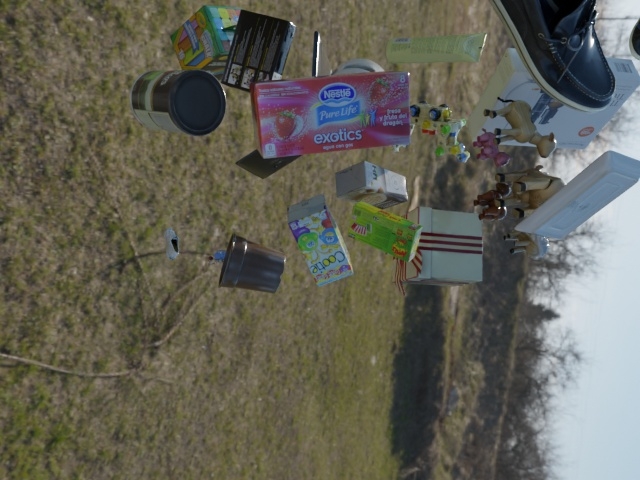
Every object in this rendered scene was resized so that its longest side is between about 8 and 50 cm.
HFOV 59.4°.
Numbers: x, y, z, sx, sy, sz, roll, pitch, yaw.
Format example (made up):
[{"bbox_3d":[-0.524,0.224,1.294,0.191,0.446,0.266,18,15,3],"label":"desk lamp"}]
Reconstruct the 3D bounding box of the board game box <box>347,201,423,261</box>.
[{"bbox_3d":[0.164,-0.024,1.446,0.043,0.181,0.092,-32,139,-51],"label":"board game box"}]

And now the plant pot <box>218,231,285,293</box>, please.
[{"bbox_3d":[-0.197,0.076,1.643,0.167,0.165,0.167,-165,-90,-77],"label":"plant pot"}]

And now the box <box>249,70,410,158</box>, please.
[{"bbox_3d":[0.016,-0.258,1.131,0.154,0.300,0.142,-124,-152,-70],"label":"box"}]

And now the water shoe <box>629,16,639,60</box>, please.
[{"bbox_3d":[0.937,-0.611,1.581,0.080,0.073,0.203,-162,-89,-82],"label":"water shoe"}]

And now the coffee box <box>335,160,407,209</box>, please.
[{"bbox_3d":[0.188,-0.193,2.027,0.246,0.141,0.098,12,69,-44],"label":"coffee box"}]

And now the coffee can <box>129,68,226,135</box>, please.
[{"bbox_3d":[-0.467,-0.450,1.824,0.201,0.275,0.201,-15,112,-41],"label":"coffee can"}]

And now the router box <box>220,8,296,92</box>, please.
[{"bbox_3d":[-0.146,-0.433,1.312,0.046,0.133,0.179,-8,118,-68],"label":"router box"}]

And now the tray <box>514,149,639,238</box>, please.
[{"bbox_3d":[0.565,-0.081,1.214,0.270,0.145,0.030,-51,-142,43],"label":"tray"}]

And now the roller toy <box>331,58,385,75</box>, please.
[{"bbox_3d":[0.102,-0.411,1.615,0.191,0.209,0.146,47,31,-17],"label":"roller toy"}]

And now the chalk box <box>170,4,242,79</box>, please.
[{"bbox_3d":[-0.357,-0.703,1.971,0.180,0.289,0.179,-20,91,-49],"label":"chalk box"}]

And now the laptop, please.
[{"bbox_3d":[-0.105,-0.421,1.851,0.382,0.236,0.408,6,87,-83],"label":"laptop"}]

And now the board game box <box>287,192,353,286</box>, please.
[{"bbox_3d":[0.000,0.000,1.992,0.142,0.144,0.275,-99,166,-62],"label":"board game box"}]

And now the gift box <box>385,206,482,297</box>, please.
[{"bbox_3d":[0.363,0.045,1.818,0.255,0.258,0.276,130,-36,-71],"label":"gift box"}]

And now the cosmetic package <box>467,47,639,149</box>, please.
[{"bbox_3d":[0.655,-0.394,1.609,0.284,0.377,0.097,108,-19,-59],"label":"cosmetic package"}]

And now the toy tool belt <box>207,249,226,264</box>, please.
[{"bbox_3d":[-0.347,0.057,1.940,0.051,0.083,0.052,139,-52,-73],"label":"toy tool belt"}]

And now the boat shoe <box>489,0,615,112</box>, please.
[{"bbox_3d":[0.541,-0.489,1.266,0.500,0.156,0.187,46,69,-21],"label":"boat shoe"}]

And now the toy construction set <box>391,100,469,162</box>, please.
[{"bbox_3d":[0.429,-0.426,2.210,0.151,0.328,0.215,-41,132,-44],"label":"toy construction set"}]

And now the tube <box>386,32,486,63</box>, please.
[{"bbox_3d":[0.284,-0.475,1.400,0.062,0.240,0.070,-28,120,-57],"label":"tube"}]

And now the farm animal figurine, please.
[{"bbox_3d":[0.530,-0.167,1.441,0.326,0.172,0.330,-109,-167,-52],"label":"farm animal figurine"}]

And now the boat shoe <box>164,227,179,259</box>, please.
[{"bbox_3d":[-0.385,0.003,1.471,0.035,0.035,0.100,31,33,-40],"label":"boat shoe"}]
